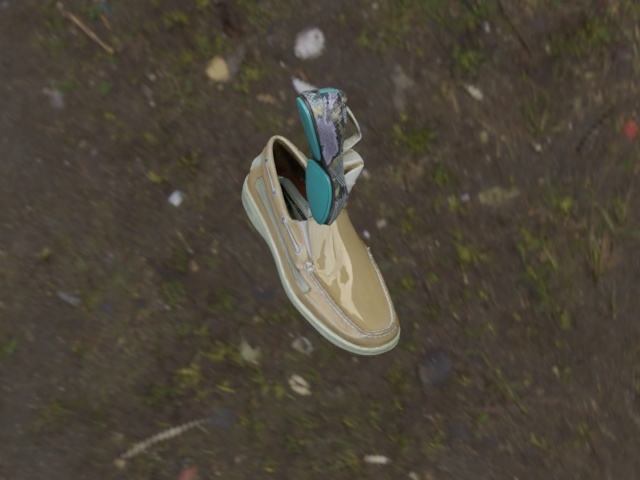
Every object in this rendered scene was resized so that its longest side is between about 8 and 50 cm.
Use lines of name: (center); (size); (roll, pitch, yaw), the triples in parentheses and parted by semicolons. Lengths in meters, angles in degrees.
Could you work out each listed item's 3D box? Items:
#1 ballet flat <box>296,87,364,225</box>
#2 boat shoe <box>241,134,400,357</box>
ballet flat: (0.010, -0.056, 1.005); (0.041, 0.114, 0.041); (-3, 46, 3)
boat shoe: (0.000, 0.000, 1.109); (0.068, 0.072, 0.190); (-18, 55, -32)
